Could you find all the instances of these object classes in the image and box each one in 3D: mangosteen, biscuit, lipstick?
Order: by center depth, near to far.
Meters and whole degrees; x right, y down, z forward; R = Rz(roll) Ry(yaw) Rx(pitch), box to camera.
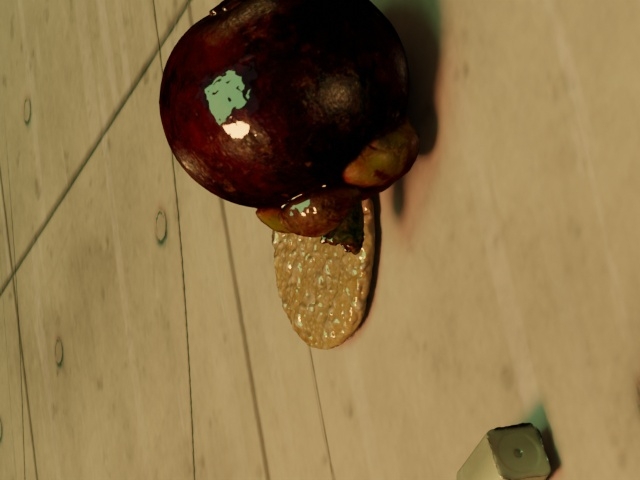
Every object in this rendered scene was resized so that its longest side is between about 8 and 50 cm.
[{"bbox_3d":[0.071,0.118,0.749,0.107,0.025,0.025,113,146,-52],"label":"lipstick"},{"bbox_3d":[-0.010,-0.057,0.819,0.140,0.140,0.140,179,90,-65],"label":"mangosteen"},{"bbox_3d":[0.000,0.000,0.905,0.120,0.015,0.120,5,95,64],"label":"biscuit"}]
